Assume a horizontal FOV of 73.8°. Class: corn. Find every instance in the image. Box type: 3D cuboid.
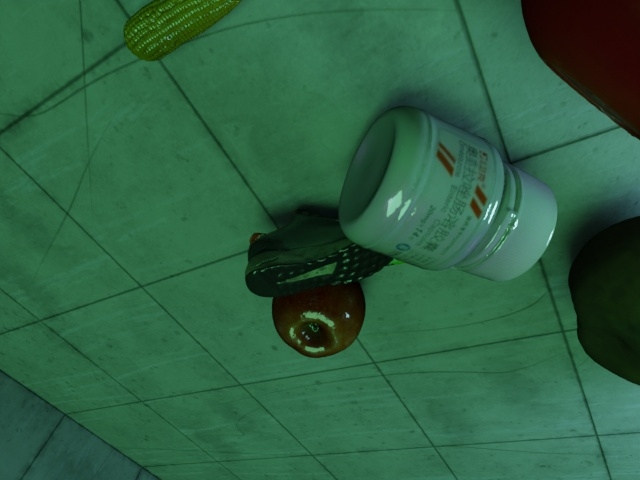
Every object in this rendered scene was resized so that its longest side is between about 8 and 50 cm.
[{"bbox_3d":[-0.222,-0.368,0.688,0.231,0.080,0.080,-20,122,24],"label":"corn"}]

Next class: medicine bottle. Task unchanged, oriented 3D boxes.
[{"bbox_3d":[0.209,-0.066,0.727,0.302,0.241,0.241,19,131,-16],"label":"medicine bottle"}]

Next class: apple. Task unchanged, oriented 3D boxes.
[{"bbox_3d":[-0.004,0.153,0.989,0.219,0.201,0.218,6,122,9],"label":"apple"}]

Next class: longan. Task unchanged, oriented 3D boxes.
[{"bbox_3d":[0.601,0.109,0.764,0.289,0.288,0.350,-8,123,19],"label":"longan"}]

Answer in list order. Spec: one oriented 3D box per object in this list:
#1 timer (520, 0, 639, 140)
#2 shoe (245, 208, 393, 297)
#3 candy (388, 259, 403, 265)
[{"bbox_3d":[0.391,-0.250,0.424,0.378,0.378,0.279,34,122,-15],"label":"timer"},{"bbox_3d":[0.000,0.000,0.900,0.337,0.171,0.132,-14,139,-6],"label":"shoe"},{"bbox_3d":[0.168,0.013,0.939,0.178,0.032,0.102,-12,122,23],"label":"candy"}]
